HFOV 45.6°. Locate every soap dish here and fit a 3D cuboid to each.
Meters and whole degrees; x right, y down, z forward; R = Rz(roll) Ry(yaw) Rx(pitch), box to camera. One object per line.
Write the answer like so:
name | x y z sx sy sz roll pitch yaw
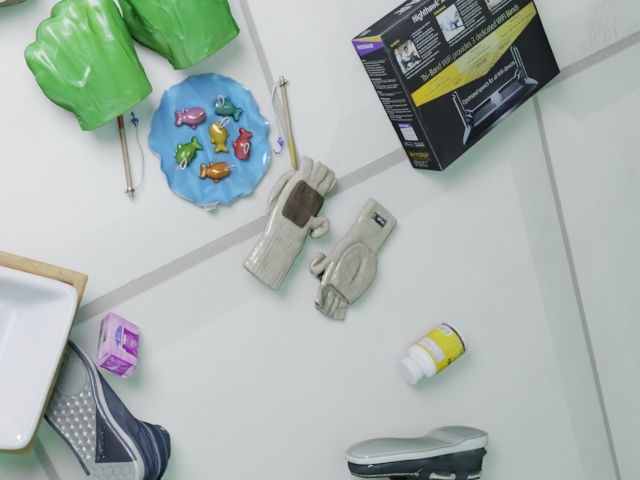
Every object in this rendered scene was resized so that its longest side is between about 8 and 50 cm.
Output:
soap dish | -0.444 0.107 0.868 0.291 0.118 0.229 20 85 -32

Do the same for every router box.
router box | 0.228 -0.297 1.236 0.309 0.081 0.243 -39 116 -20

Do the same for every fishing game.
fishing game | -0.148 -0.138 1.059 0.264 0.041 0.189 -9 100 -30

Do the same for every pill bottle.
pill bottle | 0.189 0.194 1.302 0.116 0.065 0.065 -32 113 -23

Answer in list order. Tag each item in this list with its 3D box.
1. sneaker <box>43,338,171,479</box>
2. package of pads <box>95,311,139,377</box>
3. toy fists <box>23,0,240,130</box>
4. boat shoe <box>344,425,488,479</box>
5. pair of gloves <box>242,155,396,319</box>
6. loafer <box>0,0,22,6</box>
sneaker | -0.285 0.235 1.014 0.086 0.163 0.226 -34 74 0
package of pads | -0.267 0.138 1.007 0.050 0.083 0.032 33 114 -29
toy fists | -0.236 -0.265 0.954 0.279 0.096 0.142 -40 122 -23
boat shoe | 0.171 0.381 1.293 0.303 0.114 0.091 2 91 -31
pair of gloves | 0.000 0.000 1.167 0.240 0.042 0.204 31 78 -38
loafer | -0.436 -0.282 0.829 0.268 0.092 0.102 -26 110 -25
